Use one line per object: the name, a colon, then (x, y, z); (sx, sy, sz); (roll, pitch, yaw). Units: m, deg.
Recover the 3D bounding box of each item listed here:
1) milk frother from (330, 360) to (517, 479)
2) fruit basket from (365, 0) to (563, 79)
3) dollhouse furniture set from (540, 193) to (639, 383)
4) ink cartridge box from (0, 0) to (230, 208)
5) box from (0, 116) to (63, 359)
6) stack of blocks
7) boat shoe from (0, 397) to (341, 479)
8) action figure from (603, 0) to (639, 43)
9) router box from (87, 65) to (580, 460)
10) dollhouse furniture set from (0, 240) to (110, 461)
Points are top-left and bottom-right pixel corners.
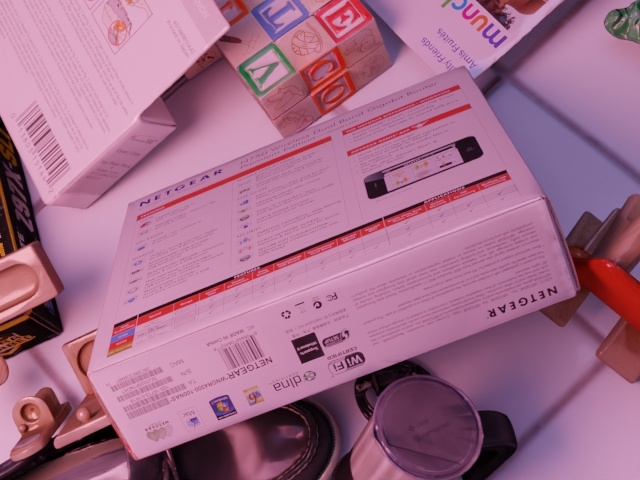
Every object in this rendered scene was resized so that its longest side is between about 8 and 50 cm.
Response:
milk frother: (0.066, 0.140, 0.872); (0.129, 0.135, 0.143); (-19, 64, -27)
fruit basket: (0.155, -0.362, 1.036); (0.353, 0.165, 0.327); (-39, 64, 2)
dollhouse furniture set: (0.280, 0.092, 0.782); (0.259, 0.262, 0.135); (38, 84, -7)
ink cartridge box: (-0.224, -0.223, 1.070); (0.261, 0.066, 0.296); (-38, 70, 23)
box: (-0.415, -0.007, 1.099); (0.257, 0.079, 0.322); (-22, 64, 4)
stack of blocks: (-0.086, -0.241, 1.094); (0.171, 0.087, 0.297); (-36, 64, 0)
boat shoe: (-0.154, 0.198, 0.923); (0.340, 0.113, 0.127); (-13, 65, 10)
action figure: (0.363, -0.184, 0.959); (0.232, 0.063, 0.137); (7, 73, 14)
router box: (0.000, 0.000, 0.882); (0.335, 0.082, 0.301); (-21, 25, 7)
dollhouse furniture set: (-0.253, 0.095, 0.930); (0.144, 0.123, 0.151); (-25, 99, 5)
